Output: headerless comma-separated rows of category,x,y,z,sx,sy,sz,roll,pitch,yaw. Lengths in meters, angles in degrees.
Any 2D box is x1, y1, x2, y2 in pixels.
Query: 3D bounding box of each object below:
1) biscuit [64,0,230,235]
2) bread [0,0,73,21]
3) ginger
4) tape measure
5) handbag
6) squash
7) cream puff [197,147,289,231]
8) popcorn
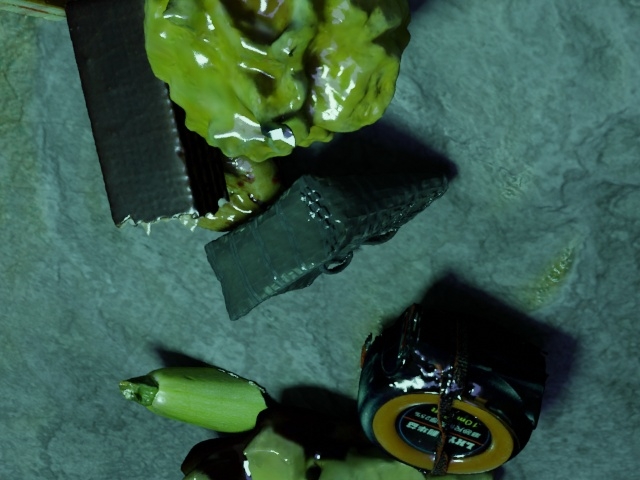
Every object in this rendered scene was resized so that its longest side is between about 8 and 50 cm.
biscuit,-0.171,-0.130,1.520,0.106,0.070,0.252,-9,98,28
bread,-0.293,-0.259,1.540,0.043,0.062,0.109,-10,169,33
ginger,0.031,0.391,1.890,0.413,0.211,0.358,31,134,-21
tape measure,0.144,0.168,1.709,0.202,0.135,0.223,20,140,-10
handbag,0.000,0.000,1.596,0.270,0.175,0.088,-34,74,42
squash,-0.163,0.189,1.901,0.200,0.075,0.090,19,160,-26
cream puff,-0.099,-0.075,1.609,0.149,0.084,0.149,11,139,9
popcorn,-0.043,-0.189,1.376,0.249,0.225,0.249,17,145,12
